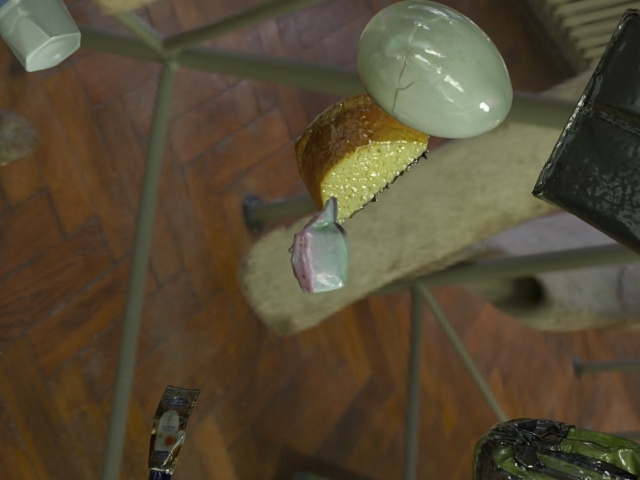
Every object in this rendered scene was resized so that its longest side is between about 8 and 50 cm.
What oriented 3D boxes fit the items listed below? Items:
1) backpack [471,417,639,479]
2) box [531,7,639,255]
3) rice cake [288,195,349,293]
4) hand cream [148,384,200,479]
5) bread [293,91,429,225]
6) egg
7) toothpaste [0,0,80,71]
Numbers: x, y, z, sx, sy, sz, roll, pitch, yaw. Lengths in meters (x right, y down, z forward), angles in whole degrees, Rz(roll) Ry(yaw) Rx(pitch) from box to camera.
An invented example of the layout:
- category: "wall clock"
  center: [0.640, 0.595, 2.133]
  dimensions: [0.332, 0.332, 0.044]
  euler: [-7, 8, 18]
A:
- category: "backpack"
  center: [0.307, 0.328, 1.395]
  dimensions: [0.140, 0.253, 0.207]
  euler: [-15, 104, -59]
- category: "box"
  center: [0.466, -0.083, 1.367]
  dimensions: [0.345, 0.204, 0.251]
  euler: [17, 104, -47]
- category: "rice cake"
  center: [0.000, 0.003, 0.979]
  dimensions: [0.290, 0.051, 0.081]
  euler: [-59, 149, -87]
- category: "hand cream"
  center: [-0.233, 0.302, 1.746]
  dimensions: [0.039, 0.062, 0.163]
  euler: [47, 49, -57]
- category: "bread"
  center: [0.042, -0.133, 1.678]
  dimensions: [0.134, 0.260, 0.129]
  euler: [19, 42, -35]
- category: "egg"
  center: [0.140, -0.206, 1.379]
  dimensions: [0.151, 0.209, 0.151]
  euler: [-44, 157, -25]
- category: "toothpaste"
  center: [-0.395, -0.359, 1.268]
  dimensions: [0.125, 0.080, 0.371]
  euler: [-27, 80, -34]
